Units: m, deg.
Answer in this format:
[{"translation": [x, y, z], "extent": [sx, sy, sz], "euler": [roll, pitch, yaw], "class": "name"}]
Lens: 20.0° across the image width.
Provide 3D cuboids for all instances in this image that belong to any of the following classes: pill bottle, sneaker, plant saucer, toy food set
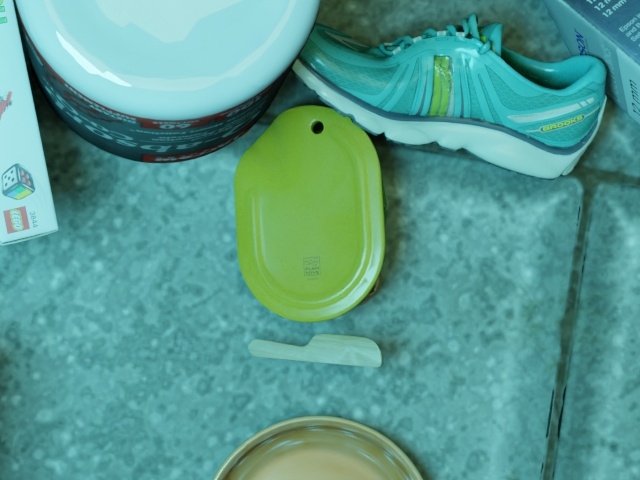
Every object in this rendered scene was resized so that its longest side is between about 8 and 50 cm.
[{"translation": [-0.118, -0.168, 1.354], "extent": [0.210, 0.363, 0.210], "euler": [1, 85, -6], "class": "pill bottle"}, {"translation": [0.104, -0.141, 1.494], "extent": [0.275, 0.107, 0.110], "euler": [12, 123, -13], "class": "sneaker"}, {"translation": [-0.004, 0.245, 1.499], "extent": [0.200, 0.037, 0.200], "euler": [0, 86, -6], "class": "plant saucer"}, {"translation": [0.000, 0.000, 1.509], "extent": [0.128, 0.071, 0.218], "euler": [-4, 84, 17], "class": "toy food set"}]

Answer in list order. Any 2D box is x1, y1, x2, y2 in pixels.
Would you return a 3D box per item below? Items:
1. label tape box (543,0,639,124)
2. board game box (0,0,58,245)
[{"translation": [0.342, -0.209, 1.516], "extent": [0.249, 0.115, 0.348], "euler": [-38, 55, -7], "class": "label tape box"}, {"translation": [-0.283, -0.154, 1.389], "extent": [0.053, 0.193, 0.305], "euler": [-15, 100, -25], "class": "board game box"}]
